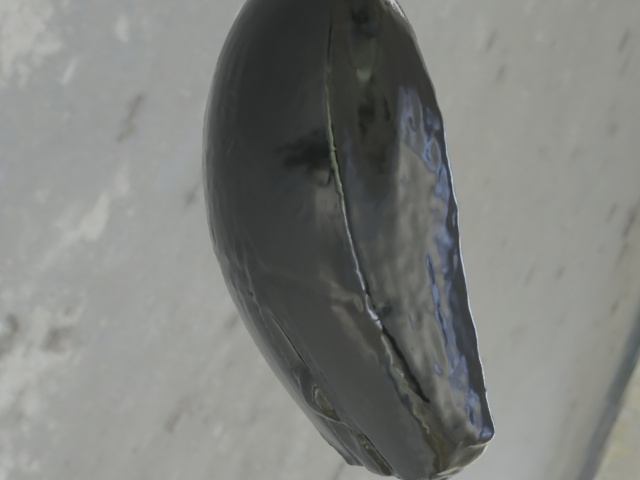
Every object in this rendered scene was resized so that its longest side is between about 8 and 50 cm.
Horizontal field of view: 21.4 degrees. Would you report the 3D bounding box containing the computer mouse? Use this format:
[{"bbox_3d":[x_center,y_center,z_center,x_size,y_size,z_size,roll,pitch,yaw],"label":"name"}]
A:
[{"bbox_3d":[0.000,0.000,0.805,0.086,0.137,0.270,-20,107,-29],"label":"computer mouse"}]
